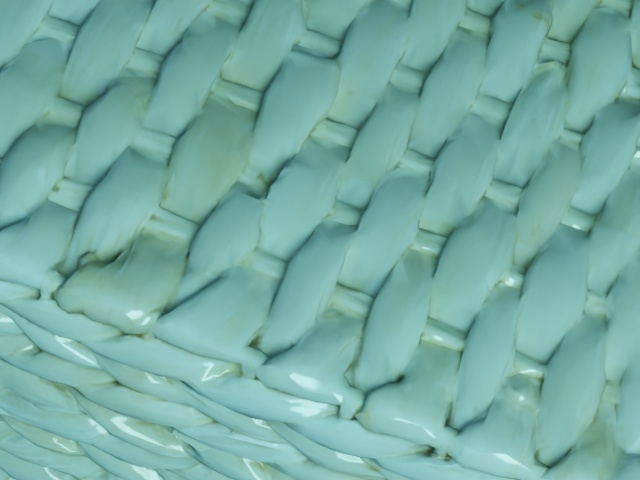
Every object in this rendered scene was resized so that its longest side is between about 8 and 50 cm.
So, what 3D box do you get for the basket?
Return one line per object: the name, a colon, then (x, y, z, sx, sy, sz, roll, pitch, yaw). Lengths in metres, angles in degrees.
basket: (0.000, 0.000, 0.756, 0.266, 0.328, 0.331, 102, 12, -51)
